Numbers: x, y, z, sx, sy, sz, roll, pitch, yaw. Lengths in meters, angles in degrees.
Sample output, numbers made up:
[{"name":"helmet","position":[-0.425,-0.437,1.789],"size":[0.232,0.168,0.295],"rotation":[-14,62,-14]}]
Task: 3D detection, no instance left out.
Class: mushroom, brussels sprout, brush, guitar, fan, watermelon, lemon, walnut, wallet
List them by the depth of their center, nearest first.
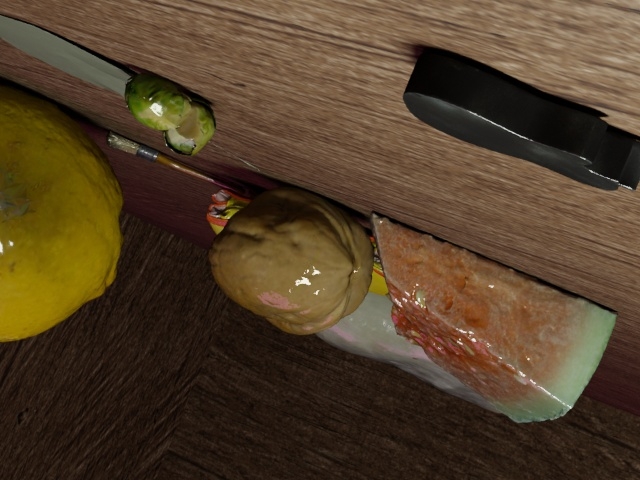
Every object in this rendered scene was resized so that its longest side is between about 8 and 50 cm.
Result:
[{"name":"guitar","position":[0.150,-0.037,0.921],"size":[0.233,0.025,0.088],"rotation":[22,175,11]},{"name":"brussels sprout","position":[-0.115,-0.096,1.471],"size":[0.051,0.046,0.083],"rotation":[11,169,39]},{"name":"fan","position":[-0.158,-0.123,1.593],"size":[0.310,0.010,0.182],"rotation":[29,173,-40]},{"name":"watermelon","position":[0.137,0.061,1.866],"size":[0.257,0.140,0.193],"rotation":[31,167,-10]},{"name":"walnut","position":[-0.025,0.021,1.902],"size":[0.166,0.149,0.166],"rotation":[-2,-170,0]},{"name":"lemon","position":[-0.363,-0.033,2.073],"size":[0.297,0.297,0.297],"rotation":[22,176,2]},{"name":"wallet","position":[0.000,0.000,2.099],"size":[0.241,0.067,0.141],"rotation":[17,170,19]},{"name":"brush","position":[-0.164,-0.086,2.160],"size":[0.170,0.014,0.043],"rotation":[22,175,-7]},{"name":"mushroom","position":[0.085,0.085,2.295],"size":[0.397,0.126,0.177],"rotation":[23,166,-6]}]
